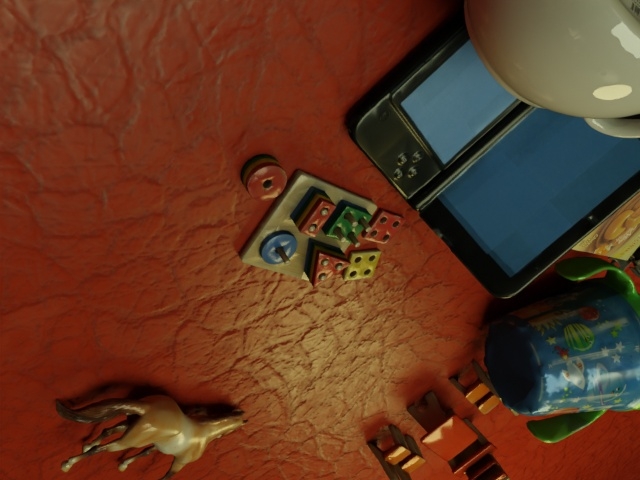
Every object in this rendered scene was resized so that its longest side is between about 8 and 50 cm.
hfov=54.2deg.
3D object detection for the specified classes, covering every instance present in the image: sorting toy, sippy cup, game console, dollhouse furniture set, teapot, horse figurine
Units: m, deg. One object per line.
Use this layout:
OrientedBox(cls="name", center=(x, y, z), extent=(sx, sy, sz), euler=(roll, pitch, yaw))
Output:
OrientedBox(cls="sorting toy", center=(0.000, 0.000, 0.758), extent=(0.274, 0.046, 0.132), euler=(19, 116, -42))
OrientedBox(cls="sippy cup", center=(0.412, 0.192, 1.059), extent=(0.224, 0.305, 0.240), euler=(-8, 170, -19))
OrientedBox(cls="game console", center=(0.225, -0.121, 0.698), extent=(0.293, 0.173, 0.250), euler=(-43, 137, 7))
OrientedBox(cls="dollhouse furniture set", center=(0.268, 0.396, 1.210), extent=(0.262, 0.135, 0.259), euler=(-40, 137, 5))
OrientedBox(cls="teapot", center=(0.228, -0.209, 0.567), extent=(0.252, 0.256, 0.187), euler=(-16, 173, -30))
OrientedBox(cls="horse figurine", center=(-0.225, 0.261, 0.837), extent=(0.174, 0.066, 0.263), euler=(-32, 140, 5))

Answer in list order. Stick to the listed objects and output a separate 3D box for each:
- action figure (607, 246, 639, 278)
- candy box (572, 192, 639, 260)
OrientedBox(cls="action figure", center=(0.579, -0.015, 0.999), extent=(0.185, 0.099, 0.285), euler=(-52, 180, -19))
OrientedBox(cls="candy box", center=(0.477, -0.124, 0.913), extent=(0.183, 0.087, 0.316), euler=(8, 122, -37))
